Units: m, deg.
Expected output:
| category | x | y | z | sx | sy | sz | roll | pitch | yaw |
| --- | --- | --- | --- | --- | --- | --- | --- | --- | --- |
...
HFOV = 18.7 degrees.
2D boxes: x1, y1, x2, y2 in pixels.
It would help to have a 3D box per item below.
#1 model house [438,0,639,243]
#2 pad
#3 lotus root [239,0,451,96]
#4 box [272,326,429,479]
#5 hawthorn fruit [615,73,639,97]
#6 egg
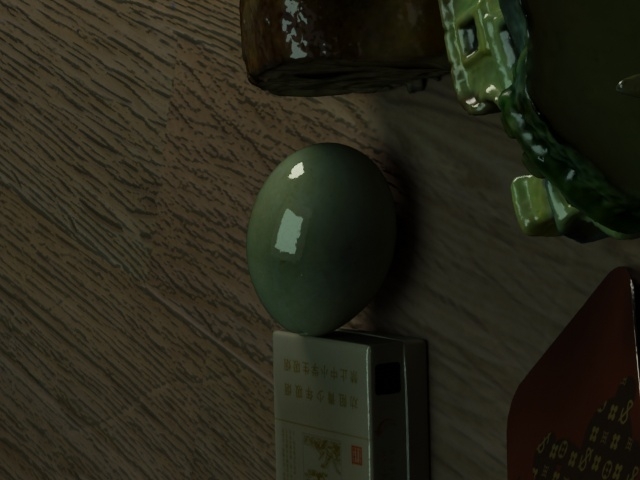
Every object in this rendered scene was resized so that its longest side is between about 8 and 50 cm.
| category | x | y | z | sx | sy | sz | roll | pitch | yaw |
| --- | --- | --- | --- | --- | --- | --- | --- | --- | --- |
| model house | 0.160 | -0.088 | 1.185 | 0.189 | 0.195 | 0.214 | -32 | 72 | 63 |
| pad | 0.163 | 0.157 | 1.250 | 0.267 | 0.004 | 0.181 | -87 | 21 | -44 |
| lotus root | 0.029 | -0.148 | 1.392 | 0.260 | 0.170 | 0.074 | 179 | 91 | -64 |
| box | 0.023 | 0.171 | 1.520 | 0.141 | 0.058 | 0.201 | 3 | 95 | 56 |
| hawthorn fruit | 0.253 | -0.065 | 0.989 | 0.199 | 0.251 | 0.199 | -173 | 90 | -66 |
| egg | 0.000 | 0.000 | 1.484 | 0.114 | 0.114 | 0.152 | 34 | 115 | 49 |
